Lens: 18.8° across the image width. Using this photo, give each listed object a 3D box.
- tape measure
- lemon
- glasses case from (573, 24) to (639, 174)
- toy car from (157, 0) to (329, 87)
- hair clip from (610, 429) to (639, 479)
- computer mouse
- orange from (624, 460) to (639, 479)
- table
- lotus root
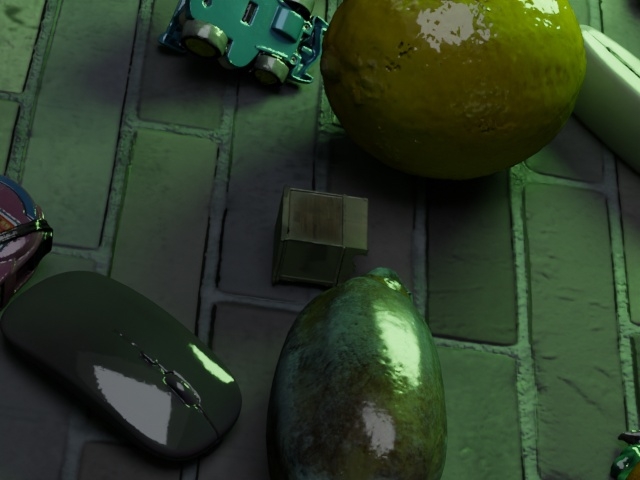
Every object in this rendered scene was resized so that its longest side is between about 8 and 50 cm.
[{"bbox_3d":[-0.312,0.001,1.750,0.118,0.074,0.125,34,53,13],"label":"tape measure"},{"bbox_3d":[0.132,-0.173,1.911,0.263,0.236,0.236,-13,48,-2],"label":"lemon"},{"bbox_3d":[0.324,-0.136,2.014,0.059,0.092,0.233,-26,55,-30],"label":"glasses case"},{"bbox_3d":[-0.079,-0.226,2.028,0.161,0.098,0.126,28,69,-24],"label":"toy car"},{"bbox_3d":[0.351,0.203,1.728,0.195,0.052,0.124,-8,38,-9],"label":"hair clip"},{"bbox_3d":[-0.175,0.102,1.690,0.232,0.057,0.120,36,50,22],"label":"computer mouse"},{"bbox_3d":[0.345,0.248,1.538,0.240,0.240,0.240,6,45,-7],"label":"orange"},{"bbox_3d":[0.000,0.000,1.826,0.083,0.062,0.079,7,45,-5],"label":"table"},{"bbox_3d":[0.026,0.120,1.650,0.140,0.158,0.322,23,36,-17],"label":"lotus root"}]
